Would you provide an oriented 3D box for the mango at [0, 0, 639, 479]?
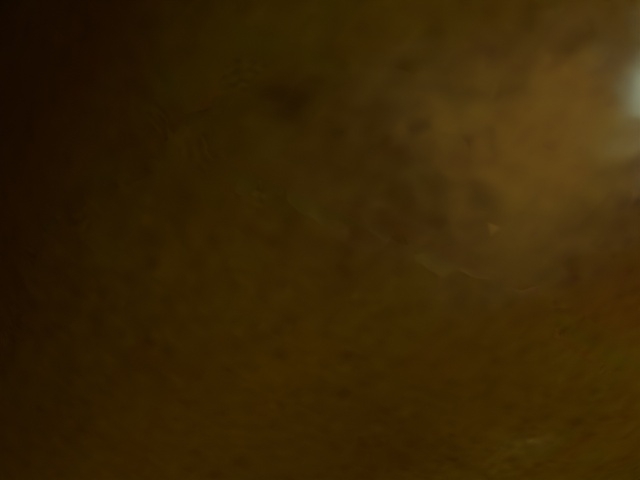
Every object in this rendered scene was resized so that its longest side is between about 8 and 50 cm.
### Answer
[{"bbox_3d":[0.000,0.000,0.531,0.300,0.232,0.446,31,125,-26],"label":"mango"}]
